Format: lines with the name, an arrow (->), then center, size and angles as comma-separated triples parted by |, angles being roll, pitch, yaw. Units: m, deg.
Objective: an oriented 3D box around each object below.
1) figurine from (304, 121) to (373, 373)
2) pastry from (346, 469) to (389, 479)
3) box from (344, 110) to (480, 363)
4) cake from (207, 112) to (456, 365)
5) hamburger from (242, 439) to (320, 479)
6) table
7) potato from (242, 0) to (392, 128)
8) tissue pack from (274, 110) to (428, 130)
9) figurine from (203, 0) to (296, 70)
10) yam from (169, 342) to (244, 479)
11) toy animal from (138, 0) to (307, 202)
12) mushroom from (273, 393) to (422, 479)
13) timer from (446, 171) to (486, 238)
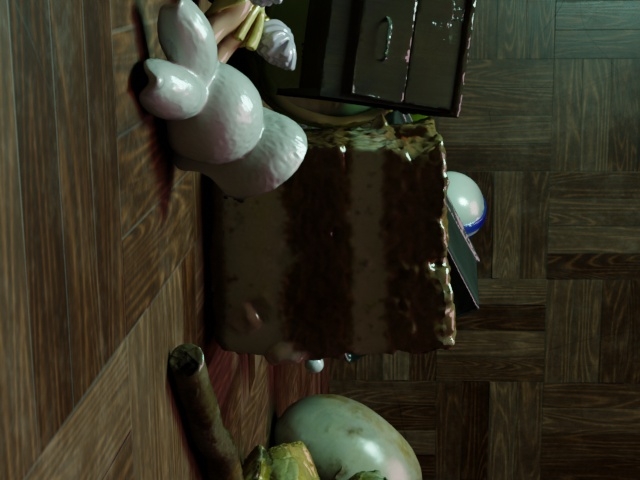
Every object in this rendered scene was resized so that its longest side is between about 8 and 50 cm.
figurine -> 0.000, 0.000, 1.760 | 0.281, 0.167, 0.370 | -17, -128, 63
pastry -> 0.022, 0.458, 1.673 | 0.329, 0.136, 0.329 | -50, -176, 4
box -> 0.089, -0.017, 2.019 | 0.345, 0.251, 0.204 | 61, 17, -19
cake -> 0.016, -0.010, 1.480 | 0.256, 0.290, 0.282 | -82, 171, -80
hamburger -> -0.068, 0.348, 1.652 | 0.262, 0.124, 0.131 | -94, 162, -83
table -> 0.070, -0.255, 1.567 | 0.172, 0.193, 0.169 | -162, -101, -66
potato -> -0.007, -0.301, 1.738 | 0.213, 0.330, 0.280 | 16, -95, 66
tissue pack -> 0.056, -0.299, 2.150 | 0.200, 0.275, 0.167 | 83, 7, -59
figurine -> -0.083, -0.271, 1.296 | 0.174, 0.116, 0.240 | 74, 22, -68
yam -> -0.119, 0.206, 1.320 | 0.327, 0.045, 0.045 | 84, -15, -56
toy animal -> -0.118, -0.135, 1.131 | 0.103, 0.131, 0.221 | -56, 138, -13
mushroom -> 0.016, 0.427, 2.138 | 0.290, 0.297, 0.297 | -50, 161, -18
timer -> 0.117, -0.056, 2.274 | 0.270, 0.384, 0.270 | 1, 90, -86
